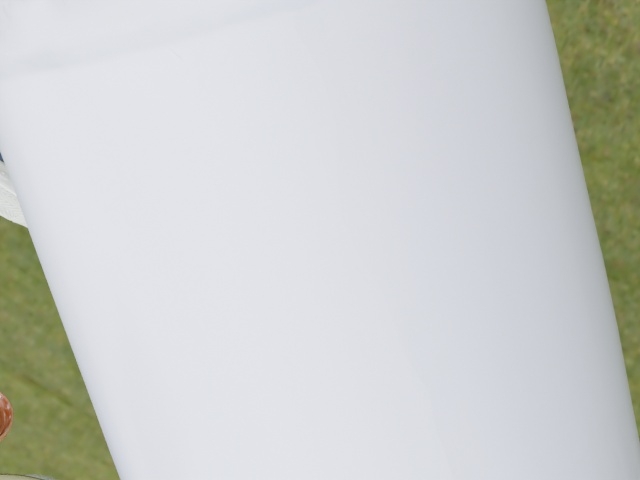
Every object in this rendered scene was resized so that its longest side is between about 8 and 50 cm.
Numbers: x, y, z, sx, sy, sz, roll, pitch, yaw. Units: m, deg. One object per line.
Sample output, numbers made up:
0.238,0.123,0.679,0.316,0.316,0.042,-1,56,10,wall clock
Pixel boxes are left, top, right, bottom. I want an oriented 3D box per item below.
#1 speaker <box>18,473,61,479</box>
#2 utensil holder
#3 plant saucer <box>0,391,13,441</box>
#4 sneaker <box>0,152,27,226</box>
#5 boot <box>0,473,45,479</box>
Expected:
-0.299,0.385,1.864,0.296,0.131,0.131,9,141,38,speaker
0.000,0.000,0.851,0.327,0.327,0.385,-4,110,37,utensil holder
-0.348,0.178,1.457,0.083,0.083,0.013,21,132,11,plant saucer
-0.349,-0.056,2.139,0.350,0.148,0.131,38,148,-13,sneaker
-0.368,0.351,1.524,0.262,0.203,0.095,3,137,-42,boot
